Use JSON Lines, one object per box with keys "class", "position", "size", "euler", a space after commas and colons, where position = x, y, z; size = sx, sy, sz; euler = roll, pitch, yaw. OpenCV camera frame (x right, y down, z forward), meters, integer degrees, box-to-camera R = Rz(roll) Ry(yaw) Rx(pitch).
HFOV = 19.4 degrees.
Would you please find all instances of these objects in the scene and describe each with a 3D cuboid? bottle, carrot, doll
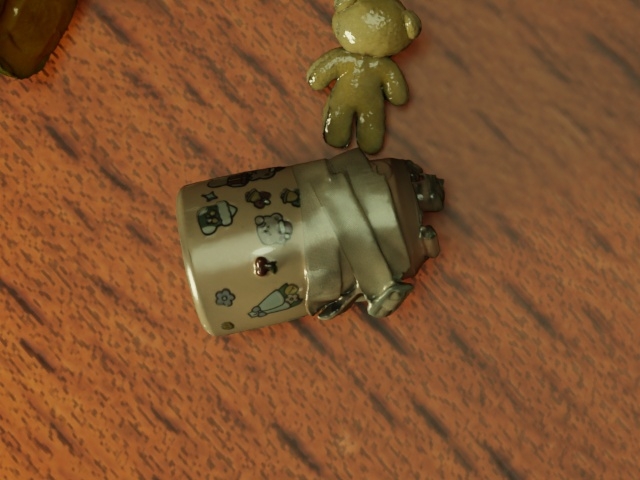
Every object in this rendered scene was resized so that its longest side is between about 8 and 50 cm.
{"class": "bottle", "position": [0.000, -0.001, 1.067], "size": [0.152, 0.099, 0.099], "euler": [-11, 87, 3]}
{"class": "carrot", "position": [-0.236, -0.158, 1.105], "size": [0.173, 0.082, 0.082], "euler": [21, 91, 10]}
{"class": "doll", "position": [0.024, -0.099, 1.086], "size": [0.061, 0.051, 0.093], "euler": [12, 91, 1]}
